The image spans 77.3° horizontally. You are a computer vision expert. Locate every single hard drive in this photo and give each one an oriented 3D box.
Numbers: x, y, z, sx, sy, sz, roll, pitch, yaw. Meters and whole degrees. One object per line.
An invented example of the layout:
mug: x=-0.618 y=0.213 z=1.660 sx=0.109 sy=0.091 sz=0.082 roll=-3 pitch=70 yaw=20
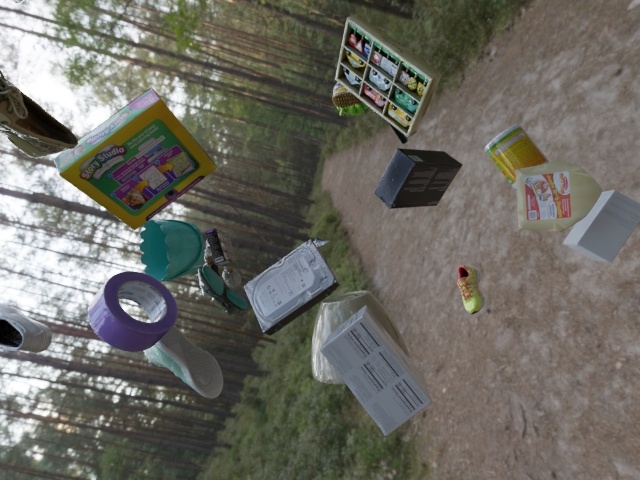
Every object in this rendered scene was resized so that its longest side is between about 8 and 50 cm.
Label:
hard drive: x=-0.116 y=0.178 z=1.554 sx=0.236 sy=0.339 sz=0.064 roll=59 pitch=-175 yaw=36

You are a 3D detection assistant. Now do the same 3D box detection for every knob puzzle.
knob puzzle: x=0.629 y=-0.119 z=1.059 sx=0.030 sy=0.213 sz=0.213 roll=-2 pitch=-66 yaw=-49

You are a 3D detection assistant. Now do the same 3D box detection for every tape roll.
tape roll: x=-0.459 y=0.173 z=0.989 sx=0.080 sy=0.189 sz=0.189 roll=-44 pitch=16 yaw=21

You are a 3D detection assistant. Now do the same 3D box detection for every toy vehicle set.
toy vehicle set: x=0.149 y=-0.389 z=0.951 sx=0.035 sy=0.267 sz=0.166 roll=-34 pitch=-23 yaw=-26

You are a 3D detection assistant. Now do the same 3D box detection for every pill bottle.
pill bottle: x=0.690 y=-0.260 z=1.364 sx=0.245 sy=0.136 sz=0.136 roll=58 pitch=162 yaw=11

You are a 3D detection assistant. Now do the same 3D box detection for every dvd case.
dvd case: x=0.252 y=-0.443 z=1.379 sx=0.022 sy=0.180 sz=0.253 roll=-29 pitch=17 yaw=28

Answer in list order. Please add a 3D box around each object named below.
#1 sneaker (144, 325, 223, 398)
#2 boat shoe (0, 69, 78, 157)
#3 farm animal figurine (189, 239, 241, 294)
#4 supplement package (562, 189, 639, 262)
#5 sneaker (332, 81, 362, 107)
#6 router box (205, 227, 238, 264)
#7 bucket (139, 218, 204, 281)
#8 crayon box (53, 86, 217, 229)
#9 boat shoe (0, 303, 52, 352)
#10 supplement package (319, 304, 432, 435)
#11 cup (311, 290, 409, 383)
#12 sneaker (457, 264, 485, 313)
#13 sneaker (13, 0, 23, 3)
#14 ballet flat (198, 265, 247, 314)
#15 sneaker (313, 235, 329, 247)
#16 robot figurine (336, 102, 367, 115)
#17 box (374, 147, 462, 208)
sneaker: x=-0.396 y=0.354 z=1.151 sx=0.151 sy=0.255 sz=0.094 roll=-27 pitch=15 yaw=41
boat shoe: x=-0.568 y=-0.244 z=0.747 sx=0.285 sy=0.090 sz=0.104 roll=122 pitch=139 yaw=-80
farm animal figurine: x=-0.586 y=0.139 z=2.029 sx=0.172 sy=0.326 sz=0.330 roll=-33 pitch=-1 yaw=43
supplement package: x=0.811 y=-0.039 z=1.147 sx=0.179 sy=0.105 sz=0.105 roll=-58 pitch=-8 yaw=7
sneaker: x=0.125 y=-0.428 z=1.117 sx=0.069 sy=0.186 sz=0.083 roll=65 pitch=-151 yaw=-60
router box: x=-0.384 y=0.031 z=1.564 sx=0.179 sy=0.046 sz=0.133 roll=63 pitch=-171 yaw=-82
bucket: x=-0.652 y=0.038 z=1.763 sx=0.183 sy=0.281 sz=0.281 roll=-8 pitch=-58 yaw=-48
crayon box: x=-0.575 y=-0.248 z=1.289 sx=0.363 sy=0.106 sz=0.313 roll=-38 pitch=-37 yaw=-4
boat shoe: x=-0.576 y=0.159 z=0.719 sx=0.066 sy=0.184 sz=0.063 roll=-66 pitch=-18 yaw=-8
supplement package: x=0.144 y=0.329 z=1.062 sx=0.145 sy=0.261 sz=0.204 roll=-39 pitch=-7 yaw=5
cup: x=0.110 y=0.302 z=1.346 sx=0.331 sy=0.331 sz=0.236 roll=171 pitch=87 yaw=-85
sneaker: x=0.563 y=0.183 z=1.536 sx=0.081 sy=0.094 sz=0.208 roll=-36 pitch=36 yaw=39
sneaker: x=-0.355 y=-0.430 z=0.496 sx=0.292 sy=0.108 sz=0.169 roll=-93 pitch=-21 yaw=-46
ballet flat: x=-0.274 y=0.141 z=1.059 sx=0.070 sy=0.188 sz=0.070 roll=-25 pitch=35 yaw=19
sneaker: x=0.000 y=0.000 z=2.268 sx=0.038 sy=0.098 sz=0.069 roll=-8 pitch=-104 yaw=-68
robot figurine: x=0.104 y=-0.477 z=1.398 sx=0.101 sy=0.115 sz=0.067 roll=-57 pitch=-33 yaw=-10
box: x=0.341 y=-0.215 z=1.396 sx=0.103 sy=0.261 sz=0.184 roll=50 pitch=131 yaw=36
